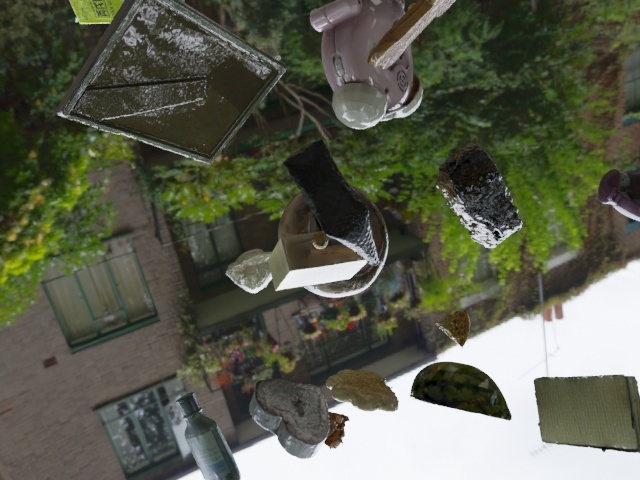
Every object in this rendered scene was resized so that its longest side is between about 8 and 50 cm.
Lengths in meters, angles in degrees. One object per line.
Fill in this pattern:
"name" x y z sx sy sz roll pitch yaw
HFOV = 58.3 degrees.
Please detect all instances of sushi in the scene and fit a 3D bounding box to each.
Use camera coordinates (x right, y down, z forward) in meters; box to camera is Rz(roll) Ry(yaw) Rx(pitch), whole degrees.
"sushi" 0.476 -0.128 1.738 0.171 0.350 0.210 -33 -136 10

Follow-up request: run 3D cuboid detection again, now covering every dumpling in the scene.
"dumpling" -0.191 0.090 1.879 0.179 0.131 0.252 -35 154 11

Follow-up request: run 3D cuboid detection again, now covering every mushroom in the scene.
"mushroom" 0.057 -0.011 1.732 0.363 0.362 0.295 -25 -179 -29

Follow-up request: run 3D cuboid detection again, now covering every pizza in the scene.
"pizza" 0.423 0.280 1.840 0.109 0.122 0.026 3 173 19

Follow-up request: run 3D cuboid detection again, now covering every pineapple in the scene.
"pineapple" -0.034 0.566 1.807 0.114 0.237 0.186 -67 -169 -18

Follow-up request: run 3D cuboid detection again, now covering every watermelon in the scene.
"watermelon" 0.385 0.452 1.658 0.304 0.159 0.128 3 -158 30

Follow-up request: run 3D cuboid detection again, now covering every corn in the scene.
"corn" 0.000 0.000 1.234 0.037 0.037 0.092 -13 -177 0

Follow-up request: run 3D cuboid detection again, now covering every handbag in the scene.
"handbag" 0.027 -0.077 1.117 0.089 0.270 0.175 -33 158 4

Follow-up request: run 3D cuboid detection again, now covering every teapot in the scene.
"teapot" 0.690 -0.092 1.264 0.146 0.116 0.148 14 -115 -4

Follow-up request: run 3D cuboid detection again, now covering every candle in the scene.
"candle" -0.053 0.376 1.263 0.192 0.068 0.169 39 -148 23

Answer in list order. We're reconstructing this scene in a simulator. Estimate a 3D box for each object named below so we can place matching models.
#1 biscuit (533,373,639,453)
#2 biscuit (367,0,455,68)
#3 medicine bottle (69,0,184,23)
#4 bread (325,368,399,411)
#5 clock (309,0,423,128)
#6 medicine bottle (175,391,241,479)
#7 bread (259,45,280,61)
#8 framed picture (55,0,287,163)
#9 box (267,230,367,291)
"biscuit" 0.447 0.287 0.963 0.041 0.121 0.199 4 166 -23
"biscuit" 0.221 -0.474 1.123 0.340 0.047 0.216 -44 -179 20
"medicine bottle" -0.441 -0.587 1.294 0.251 0.137 0.141 -3 -119 0
"bread" 0.111 0.416 1.617 0.182 0.038 0.251 8 -173 -11
"clock" 0.140 -0.477 1.546 0.184 0.325 0.342 -1 -163 44
"medicine bottle" -0.240 0.421 1.203 0.090 0.208 0.054 -27 178 38
"bread" -0.193 -0.534 1.779 0.036 0.193 0.112 5 -128 -37
"framed picture" -0.218 -0.240 0.905 0.024 0.232 0.315 52 -160 26
"box" -0.006 0.045 1.411 0.212 0.094 0.168 -8 163 -21
